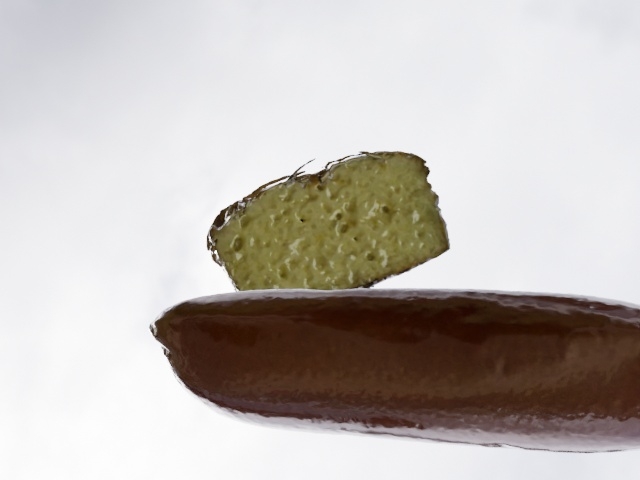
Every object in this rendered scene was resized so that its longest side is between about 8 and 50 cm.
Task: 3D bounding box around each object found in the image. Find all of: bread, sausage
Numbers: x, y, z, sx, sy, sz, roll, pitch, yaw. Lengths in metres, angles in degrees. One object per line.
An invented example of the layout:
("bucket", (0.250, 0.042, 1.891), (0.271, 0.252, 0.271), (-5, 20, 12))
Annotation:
("bread", (0.003, -0.004, 1.713), (0.261, 0.160, 0.147), (-27, 179, -14))
("sausage", (0.052, 0.067, 0.800), (0.300, 0.089, 0.083), (0, -99, 16))
